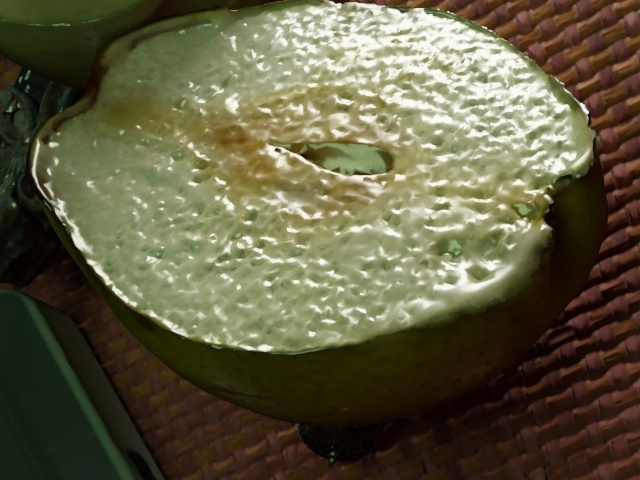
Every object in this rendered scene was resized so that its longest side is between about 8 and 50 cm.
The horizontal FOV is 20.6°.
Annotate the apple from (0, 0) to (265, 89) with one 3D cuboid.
[{"bbox_3d":[-0.156,-0.262,1.400,0.258,0.233,0.295,24,89,42],"label":"apple"}]

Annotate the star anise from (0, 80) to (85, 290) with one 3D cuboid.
[{"bbox_3d":[-0.219,-0.053,1.489,0.236,0.109,0.223,-28,32,27],"label":"star anise"}]

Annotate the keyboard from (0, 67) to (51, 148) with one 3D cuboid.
[{"bbox_3d":[-0.283,-0.071,1.600,0.061,0.013,0.204,19,83,37],"label":"keyboard"}]

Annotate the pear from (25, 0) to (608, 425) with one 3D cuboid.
[{"bbox_3d":[0.000,0.000,1.241,0.386,0.191,0.340,16,51,25],"label":"pear"}]

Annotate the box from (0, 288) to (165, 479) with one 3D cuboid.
[{"bbox_3d":[-0.288,0.275,1.427,0.373,0.090,0.367,-44,53,11],"label":"box"}]

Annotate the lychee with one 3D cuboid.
[{"bbox_3d":[0.015,0.127,1.293,0.067,0.068,0.083,13,69,22],"label":"lychee"}]
